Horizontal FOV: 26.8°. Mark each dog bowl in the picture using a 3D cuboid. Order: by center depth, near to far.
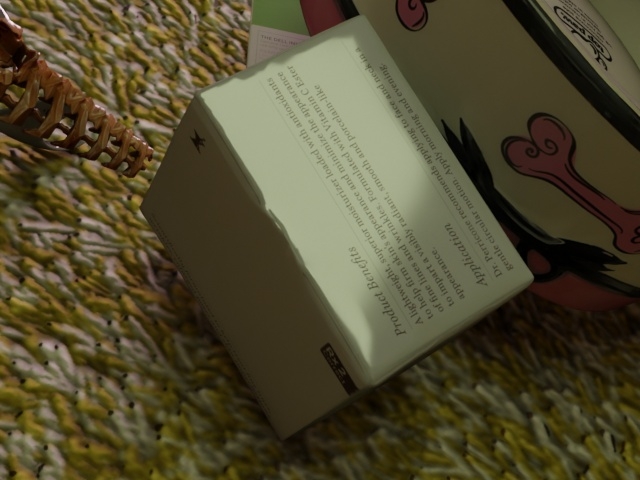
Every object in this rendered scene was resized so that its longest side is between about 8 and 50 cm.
[{"bbox_3d":[0.156,-0.128,0.914,0.408,0.150,0.408,35,33,-26],"label":"dog bowl"}]

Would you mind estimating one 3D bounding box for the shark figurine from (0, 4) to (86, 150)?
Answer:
[{"bbox_3d":[-0.259,-0.172,0.922,0.166,0.116,0.278,-6,52,-22],"label":"shark figurine"}]

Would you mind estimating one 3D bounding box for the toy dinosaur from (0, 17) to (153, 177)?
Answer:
[{"bbox_3d":[-0.268,-0.093,0.779,0.322,0.218,0.164,34,48,10],"label":"toy dinosaur"}]

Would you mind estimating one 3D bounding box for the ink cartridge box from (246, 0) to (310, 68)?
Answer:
[{"bbox_3d":[0.019,-0.084,0.982,0.171,0.056,0.235,11,47,-11],"label":"ink cartridge box"}]

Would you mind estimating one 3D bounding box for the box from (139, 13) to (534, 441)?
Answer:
[{"bbox_3d":[0.000,0.000,0.782,0.119,0.182,0.181,-29,83,-24],"label":"box"}]
